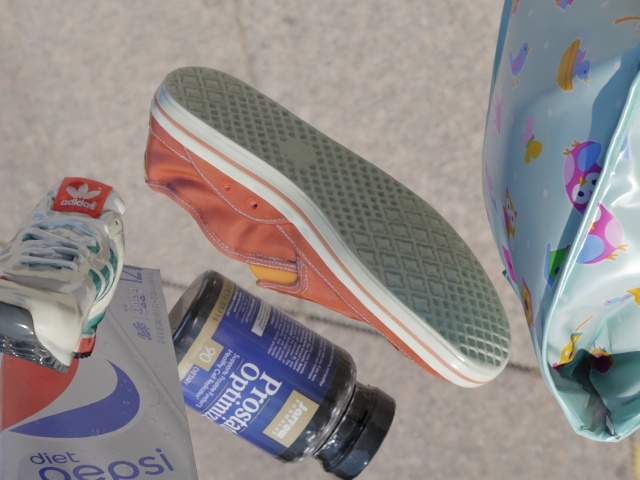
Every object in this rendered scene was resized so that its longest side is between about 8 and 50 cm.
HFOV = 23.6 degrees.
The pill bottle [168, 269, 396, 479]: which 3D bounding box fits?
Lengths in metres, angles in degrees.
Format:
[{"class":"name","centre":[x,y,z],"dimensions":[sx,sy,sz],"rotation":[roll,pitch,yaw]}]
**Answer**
[{"class":"pill bottle","centre":[-0.045,0.131,1.423],"dimensions":[0.219,0.123,0.123],"rotation":[32,141,-10]}]

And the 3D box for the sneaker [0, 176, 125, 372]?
[{"class":"sneaker","centre":[-0.111,0.008,0.620],"dimensions":[0.057,0.161,0.075],"rotation":[17,88,0]}]

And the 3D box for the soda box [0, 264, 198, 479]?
[{"class":"soda box","centre":[-0.117,0.113,0.744],"dimensions":[0.286,0.091,0.098],"rotation":[-110,32,-61]}]

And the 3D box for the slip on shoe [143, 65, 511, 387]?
[{"class":"slip on shoe","centre":[0.000,0.000,1.124],"dimensions":[0.331,0.123,0.101],"rotation":[37,126,16]}]

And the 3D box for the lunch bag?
[{"class":"lunch bag","centre":[0.183,-0.038,0.929],"dimensions":[0.223,0.160,0.262],"rotation":[-106,25,-55]}]
